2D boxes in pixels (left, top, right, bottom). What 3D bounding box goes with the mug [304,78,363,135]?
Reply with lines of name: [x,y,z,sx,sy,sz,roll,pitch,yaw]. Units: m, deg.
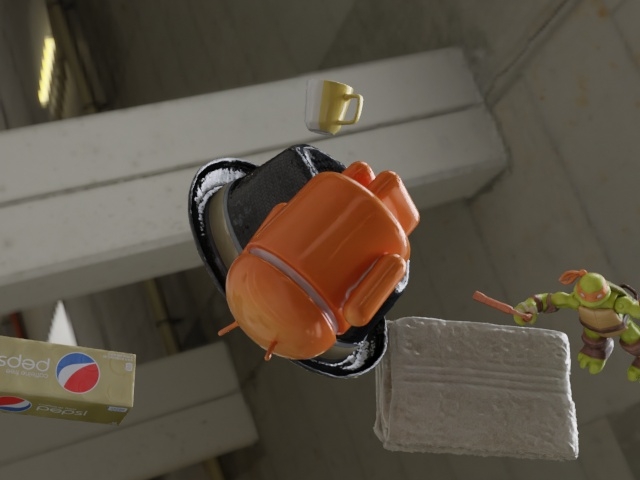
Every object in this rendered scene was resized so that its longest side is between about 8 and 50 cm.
mug: [0.010,-0.171,1.321,0.078,0.062,0.064,6,-96,65]

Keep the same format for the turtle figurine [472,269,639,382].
turtle figurine: [0.341,0.095,1.271,0.217,0.270,0.087,53,43,-49]

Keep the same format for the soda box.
soda box: [-0.285,0.141,1.041,0.058,0.181,0.061,131,-36,-51]

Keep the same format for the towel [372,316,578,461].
towel: [0.210,0.202,1.386,0.049,0.282,0.187,113,-18,-60]

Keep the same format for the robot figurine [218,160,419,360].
robot figurine: [-0.003,0.023,0.978,0.158,0.219,0.128,39,-19,11]

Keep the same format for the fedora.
fedora: [0.000,0.000,1.270,0.152,0.334,0.334,-39,-117,29]
